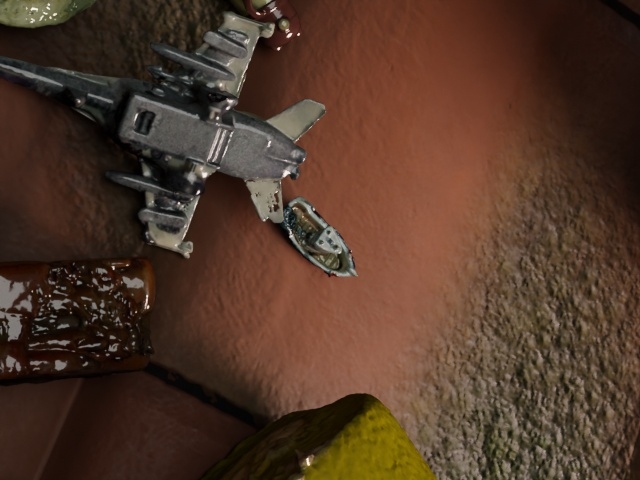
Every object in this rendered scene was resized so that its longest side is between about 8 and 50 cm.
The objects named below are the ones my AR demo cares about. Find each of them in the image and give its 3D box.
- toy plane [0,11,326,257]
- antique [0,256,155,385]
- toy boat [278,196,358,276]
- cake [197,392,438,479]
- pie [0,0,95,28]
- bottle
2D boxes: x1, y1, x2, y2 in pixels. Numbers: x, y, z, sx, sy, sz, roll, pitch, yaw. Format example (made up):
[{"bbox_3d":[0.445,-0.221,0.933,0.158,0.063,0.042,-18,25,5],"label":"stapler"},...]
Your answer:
[{"bbox_3d":[-0.131,-0.091,1.333,0.262,0.088,0.192,15,103,-24],"label":"toy plane"},{"bbox_3d":[-0.259,0.059,1.230,0.310,0.093,0.087,-2,84,-31],"label":"antique"},{"bbox_3d":[0.000,0.000,1.426,0.083,0.038,0.038,46,63,-16],"label":"toy boat"},{"bbox_3d":[-0.024,0.223,1.296,0.260,0.179,0.156,-40,104,-28],"label":"cake"},{"bbox_3d":[-0.223,-0.274,1.322,0.240,0.054,0.241,6,78,-30],"label":"pie"},{"bbox_3d":[-0.051,-0.198,1.418,0.101,0.047,0.063,55,51,-14],"label":"bottle"}]
